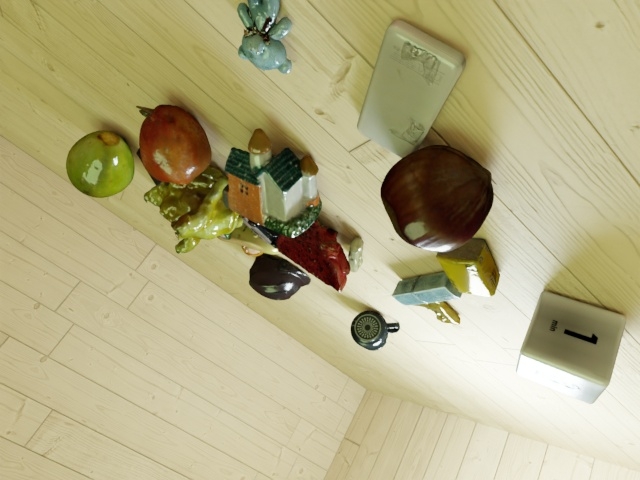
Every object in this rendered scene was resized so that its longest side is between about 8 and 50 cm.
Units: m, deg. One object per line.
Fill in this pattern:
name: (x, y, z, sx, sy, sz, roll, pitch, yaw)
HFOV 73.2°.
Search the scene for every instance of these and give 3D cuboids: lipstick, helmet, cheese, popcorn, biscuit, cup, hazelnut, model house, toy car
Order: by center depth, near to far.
hazelnut: (0.246, -0.083, 0.881, 0.230, 0.229, 0.229, 26, 157, 12)
model house: (-0.131, -0.193, 1.197, 0.271, 0.190, 0.300, 27, 142, 21)
lipstick: (0.347, 0.158, 1.398, 0.077, 0.076, 0.290, 38, 157, -12)
cheese: (0.120, 0.053, 1.483, 0.043, 0.065, 0.194, 32, 160, 16)
popcorn: (-0.431, -0.107, 1.529, 0.290, 0.325, 0.321, -4, -159, -42)
biscuit: (0.400, 0.243, 1.560, 0.183, 0.039, 0.174, 42, 154, -22)
toy car: (-0.217, -0.052, 1.659, 0.210, 0.089, 0.108, 45, 155, -26)
cup: (0.256, 0.418, 1.979, 0.223, 0.169, 0.176, -8, 151, 10)
helmet: (-0.215, 0.194, 2.063, 0.305, 0.177, 0.225, 23, 154, 23)

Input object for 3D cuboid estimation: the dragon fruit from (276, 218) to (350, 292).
dragon fruit: (0.000, 0.000, 1.447, 0.317, 0.152, 0.205, 33, 144, 33)

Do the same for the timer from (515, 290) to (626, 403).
timer: (0.639, 0.276, 1.117, 0.195, 0.194, 0.192, 18, 154, 29)

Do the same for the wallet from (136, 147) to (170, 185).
wallet: (-0.620, -0.227, 1.843, 0.228, 0.062, 0.406, 26, 158, 10)

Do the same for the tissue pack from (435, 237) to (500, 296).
tissue pack: (0.395, 0.071, 1.146, 0.120, 0.082, 0.169, 8, 148, 42)

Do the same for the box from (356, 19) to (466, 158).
box: (0.154, -0.262, 0.806, 0.142, 0.044, 0.285, 31, 158, 6)

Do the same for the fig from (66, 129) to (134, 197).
fig: (-0.889, -0.319, 1.753, 0.258, 0.258, 0.326, 38, 144, -16)

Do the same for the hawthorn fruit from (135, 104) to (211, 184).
hawthorn fruit: (-0.447, -0.301, 1.285, 0.211, 0.210, 0.262, 18, 147, 30)

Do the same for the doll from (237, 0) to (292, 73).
doll: (-0.113, -0.397, 0.818, 0.120, 0.075, 0.179, 24, 157, 9)

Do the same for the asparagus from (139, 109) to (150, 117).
asparagus: (-0.500, -0.366, 1.439, 0.236, 0.027, 0.034, 37, 147, -14)

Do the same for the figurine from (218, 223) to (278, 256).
figurine: (-0.305, -0.010, 1.819, 0.325, 0.124, 0.222, 20, 155, 17)
